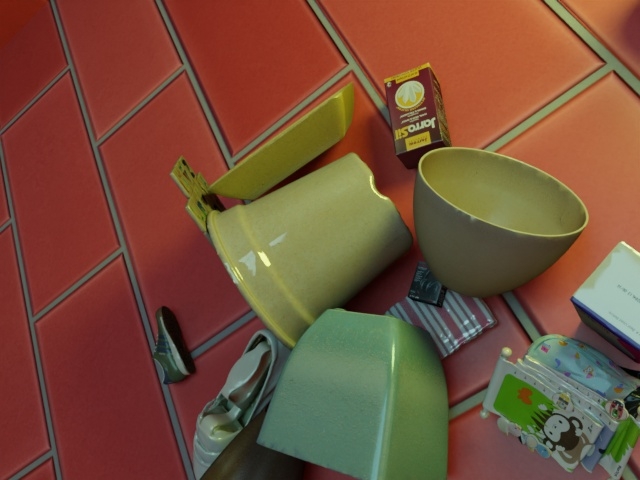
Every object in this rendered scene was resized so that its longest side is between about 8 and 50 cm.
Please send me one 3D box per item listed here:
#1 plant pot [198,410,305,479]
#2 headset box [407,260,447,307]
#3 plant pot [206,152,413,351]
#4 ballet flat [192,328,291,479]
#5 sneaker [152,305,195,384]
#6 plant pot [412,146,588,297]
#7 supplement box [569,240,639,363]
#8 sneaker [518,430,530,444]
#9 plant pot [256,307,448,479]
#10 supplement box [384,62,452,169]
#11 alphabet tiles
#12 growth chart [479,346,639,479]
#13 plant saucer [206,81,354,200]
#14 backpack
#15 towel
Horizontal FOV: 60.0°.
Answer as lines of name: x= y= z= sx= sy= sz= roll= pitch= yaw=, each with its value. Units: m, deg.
plant pot: x=-0.122 y=0.458 z=1.069 sx=0.215 sy=0.215 sz=0.230 roll=15 pitch=68 yaw=32
headset box: x=0.210 y=0.079 z=1.059 sx=0.062 sy=0.032 sz=0.083 roll=13 pitch=80 yaw=34
plant pot: x=0.000 y=0.000 z=1.090 sx=0.305 sy=0.334 sz=0.334 roll=-34 pitch=61 yaw=3
ballet flat: x=-0.182 y=0.348 z=1.165 sx=0.139 sy=0.139 sz=0.400 roll=31 pitch=91 yaw=33
sneaker: x=-0.377 y=0.258 z=1.339 sx=0.086 sy=0.064 sz=0.192 roll=-35 pitch=64 yaw=10
plant pot: x=0.281 y=-0.014 z=0.966 sx=0.284 sy=0.284 sz=0.191 roll=39 pitch=132 yaw=32
supplement box: x=0.463 y=0.100 z=0.828 sx=0.114 sy=0.220 sz=0.111 roll=-50 pitch=58 yaw=5
sneaker: x=0.348 y=0.288 z=0.946 sx=0.043 sy=0.040 sz=0.109 roll=-13 pitch=71 yaw=8
plant pot: x=0.081 y=0.258 z=0.964 sx=0.247 sy=0.248 sz=0.252 roll=3 pitch=74 yaw=37
supplement box: x=0.206 y=-0.260 z=1.168 sx=0.104 sy=0.081 sz=0.188 roll=-15 pitch=68 yaw=24
alphabet tiles: x=-0.198 y=-0.016 z=1.150 sx=0.011 sy=0.342 sz=0.285 roll=-32 pitch=21 yaw=3
growth chart: x=0.356 y=0.268 z=0.843 sx=0.237 sy=0.021 sz=0.172 roll=23 pitch=120 yaw=43
plant saucer: x=-0.057 y=-0.208 z=1.211 sx=0.332 sy=0.333 sz=0.081 roll=-32 pitch=103 yaw=17
backpack: x=0.412 y=0.227 z=0.879 sx=0.152 sy=0.115 sz=0.182 roll=-52 pitch=55 yaw=9
towel: x=0.219 y=0.155 z=1.064 sx=0.197 sy=0.029 sz=0.144 roll=-38 pitch=57 yaw=13
